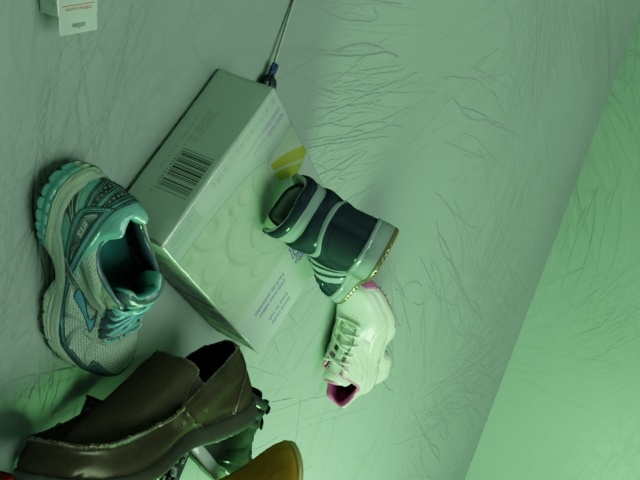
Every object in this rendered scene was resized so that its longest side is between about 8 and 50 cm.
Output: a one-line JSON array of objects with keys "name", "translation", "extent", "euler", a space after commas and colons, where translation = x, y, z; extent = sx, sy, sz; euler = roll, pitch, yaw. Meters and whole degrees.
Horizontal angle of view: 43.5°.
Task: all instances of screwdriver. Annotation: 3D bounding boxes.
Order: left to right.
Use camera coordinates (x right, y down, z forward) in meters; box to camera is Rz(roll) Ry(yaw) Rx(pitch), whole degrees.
[{"name": "screwdriver", "translation": [-0.054, -0.247, 1.059], "extent": [0.024, 0.025, 0.170], "euler": [14, 99, -62]}]

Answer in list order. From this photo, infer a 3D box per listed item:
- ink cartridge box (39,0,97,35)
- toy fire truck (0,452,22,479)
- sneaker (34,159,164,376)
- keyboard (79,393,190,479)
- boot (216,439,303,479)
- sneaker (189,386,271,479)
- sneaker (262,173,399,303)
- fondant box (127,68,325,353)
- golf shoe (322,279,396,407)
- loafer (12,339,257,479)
[{"name": "ink cartridge box", "translation": [-0.236, -0.238, 0.748], "extent": [0.048, 0.028, 0.083], "euler": [-30, 135, -48]}, {"name": "toy fire truck", "translation": [-0.343, 0.376, 0.901], "extent": [0.302, 0.169, 0.254], "euler": [-21, 110, -54]}, {"name": "sneaker", "translation": [-0.231, 0.058, 0.871], "extent": [0.110, 0.122, 0.283], "euler": [-41, 145, -40]}, {"name": "keyboard", "translation": [-0.237, 0.253, 1.040], "extent": [0.180, 0.023, 0.108], "euler": [37, 62, -41]}, {"name": "boot", "translation": [-0.171, 0.386, 1.123], "extent": [0.211, 0.104, 0.295], "euler": [14, 122, -34]}, {"name": "sneaker", "translation": [-0.125, 0.317, 1.263], "extent": [0.147, 0.104, 0.296], "euler": [-48, 143, -21]}, {"name": "sneaker", "translation": [0.000, 0.000, 1.080], "extent": [0.099, 0.153, 0.282], "euler": [-62, -178, -15]}, {"name": "fondant box", "translation": [-0.104, -0.025, 1.062], "extent": [0.238, 0.096, 0.330], "euler": [-58, 152, -17]}, {"name": "golf shoe", "translation": [0.064, 0.196, 1.500], "extent": [0.140, 0.115, 0.306], "euler": [-41, 142, -34]}, {"name": "loafer", "translation": [-0.211, 0.196, 0.955], "extent": [0.366, 0.133, 0.130], "euler": [-12, 102, -63]}]
